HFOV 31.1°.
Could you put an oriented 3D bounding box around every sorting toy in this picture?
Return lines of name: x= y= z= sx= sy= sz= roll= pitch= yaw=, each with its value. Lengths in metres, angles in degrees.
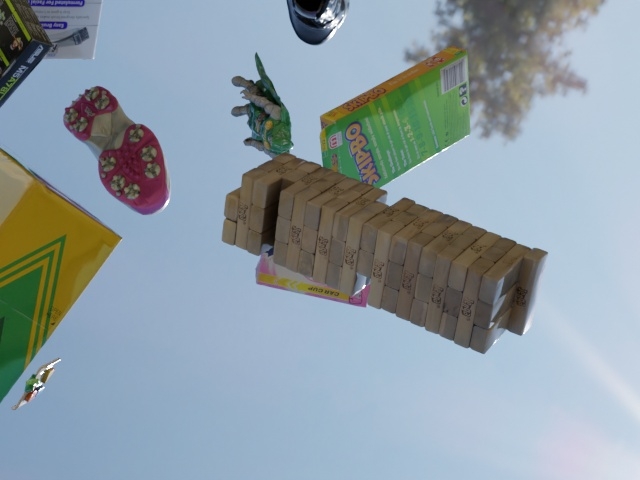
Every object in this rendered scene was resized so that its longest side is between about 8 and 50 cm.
sorting toy: x=-0.306 y=0.157 z=1.232 sx=0.012 sy=0.062 sz=0.083 roll=36 pitch=-176 yaw=1

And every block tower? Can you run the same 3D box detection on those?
block tower: x=0.059 y=0.007 z=1.195 sx=0.335 sy=0.091 sz=0.097 roll=21 pitch=-149 yaw=24

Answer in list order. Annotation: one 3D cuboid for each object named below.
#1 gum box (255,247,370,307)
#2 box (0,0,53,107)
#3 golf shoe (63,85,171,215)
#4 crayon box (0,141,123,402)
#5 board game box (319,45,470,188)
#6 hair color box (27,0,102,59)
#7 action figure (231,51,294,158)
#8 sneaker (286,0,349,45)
gum box: x=-0.006 y=0.032 z=1.814 sx=0.188 sy=0.107 sz=0.062 roll=12 pitch=-174 yaw=5
box: x=-0.478 y=-0.280 z=1.611 sx=0.045 sy=0.184 sz=0.191 roll=12 pitch=-141 yaw=-58
golf shoe: x=-0.309 y=-0.132 z=1.882 sx=0.115 sy=0.140 sz=0.306 roll=-37 pitch=-129 yaw=-1
crayon box: x=-0.374 y=0.050 z=1.080 sx=0.106 sy=0.313 sz=0.363 roll=40 pitch=174 yaw=-35
board game box: x=0.092 y=-0.140 z=1.443 sx=0.039 sy=0.124 sz=0.259 roll=25 pitch=-135 yaw=39
hair color box: x=-0.451 y=-0.468 z=1.891 sx=0.185 sy=0.339 sz=0.110 roll=-6 pitch=-142 yaw=-32
action figure: x=-0.080 y=-0.172 z=1.625 sx=0.063 sy=0.137 sz=0.232 roll=-7 pitch=-156 yaw=-15
sneaker: x=-0.016 y=-0.369 z=1.718 sx=0.107 sy=0.283 sz=0.124 roll=22 pitch=-119 yaw=4
